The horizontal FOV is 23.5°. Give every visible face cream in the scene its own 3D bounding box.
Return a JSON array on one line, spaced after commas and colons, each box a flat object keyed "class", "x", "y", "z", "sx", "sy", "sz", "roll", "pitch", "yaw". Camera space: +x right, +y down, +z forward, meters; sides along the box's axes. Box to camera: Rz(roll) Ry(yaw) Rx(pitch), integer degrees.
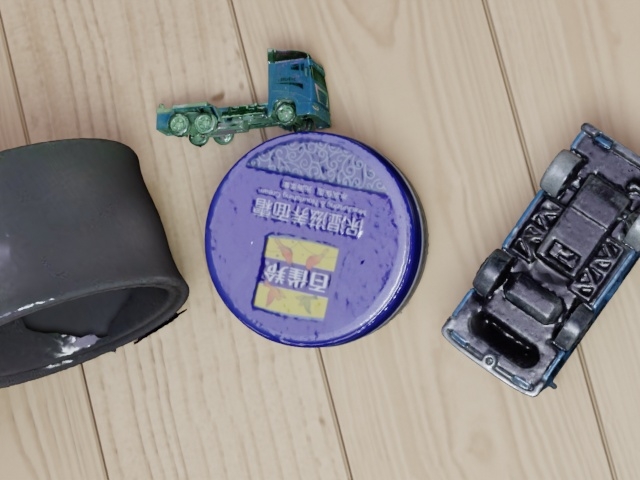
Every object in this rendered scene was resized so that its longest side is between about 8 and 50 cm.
[{"class": "face cream", "x": 0.000, "y": 0.000, "z": 1.480, "sx": 0.206, "sy": 0.111, "sz": 0.206, "roll": -1, "pitch": 87, "yaw": 15}]

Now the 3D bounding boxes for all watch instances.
[{"class": "watch", "x": -0.303, "y": 0.040, "z": 1.482, "sx": 0.327, "sy": 0.335, "sz": 0.314, "roll": -19, "pitch": 76, "yaw": -7}]

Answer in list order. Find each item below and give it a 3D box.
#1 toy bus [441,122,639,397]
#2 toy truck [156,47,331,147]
[{"class": "toy bus", "x": 0.221, "y": 0.025, "z": 1.410, "sx": 0.116, "sy": 0.133, "sz": 0.234, "roll": 35, "pitch": 90, "yaw": 12}, {"class": "toy truck", "x": -0.078, "y": -0.142, "z": 1.536, "sx": 0.175, "sy": 0.067, "sz": 0.081, "roll": -5, "pitch": 80, "yaw": 17}]
